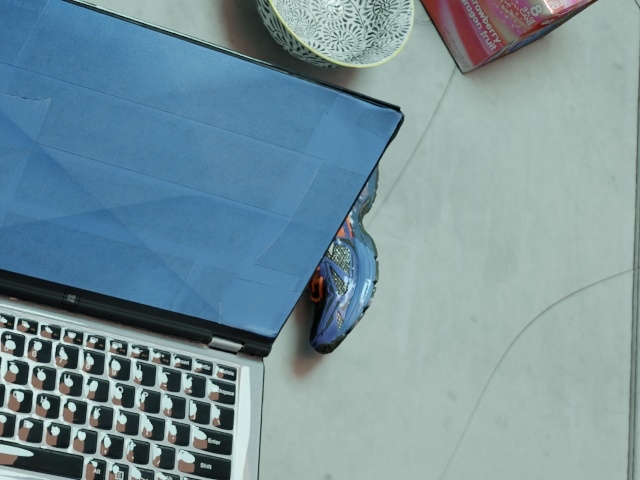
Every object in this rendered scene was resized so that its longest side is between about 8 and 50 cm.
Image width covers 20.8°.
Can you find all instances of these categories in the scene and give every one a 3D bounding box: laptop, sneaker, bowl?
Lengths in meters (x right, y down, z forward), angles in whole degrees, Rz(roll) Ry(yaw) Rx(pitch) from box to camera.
[{"bbox_3d":[-0.159,0.072,1.325,0.382,0.236,0.408,16,63,-27],"label":"laptop"},{"bbox_3d":[0.000,0.000,1.571,0.087,0.083,0.221,10,60,-16],"label":"sneaker"},{"bbox_3d":[-0.002,-0.226,1.650,0.170,0.080,0.170,13,65,-29],"label":"bowl"}]

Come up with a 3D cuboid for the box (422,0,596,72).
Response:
[{"bbox_3d":[0.160,-0.345,1.761,0.142,0.154,0.300,-28,89,-38],"label":"box"}]
